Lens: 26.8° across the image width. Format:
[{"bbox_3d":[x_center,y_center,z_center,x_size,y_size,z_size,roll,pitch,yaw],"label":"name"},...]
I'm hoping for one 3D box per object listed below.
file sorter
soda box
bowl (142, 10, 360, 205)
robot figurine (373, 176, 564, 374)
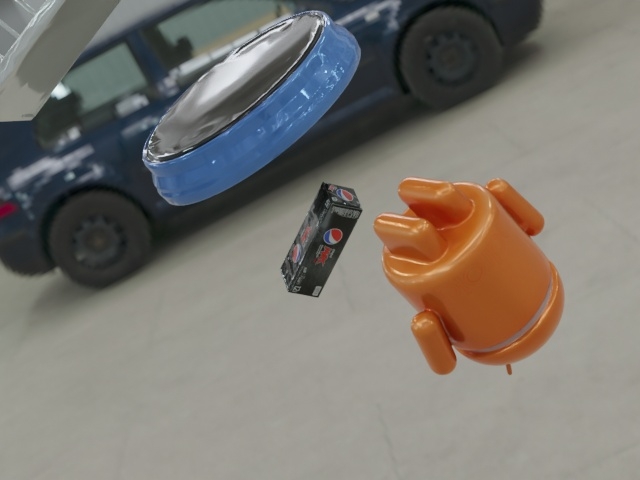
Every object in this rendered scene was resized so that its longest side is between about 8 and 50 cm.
[{"bbox_3d":[-0.356,-0.300,1.582,0.278,0.173,0.193,-52,-3,9],"label":"file sorter"},{"bbox_3d":[0.000,0.000,1.971,0.169,0.053,0.060,-63,29,29],"label":"soda box"},{"bbox_3d":[-0.116,-0.214,2.082,0.391,0.077,0.391,-33,23,16],"label":"bowl"},{"bbox_3d":[0.142,0.034,1.248,0.128,0.219,0.158,-27,36,28],"label":"robot figurine"}]
